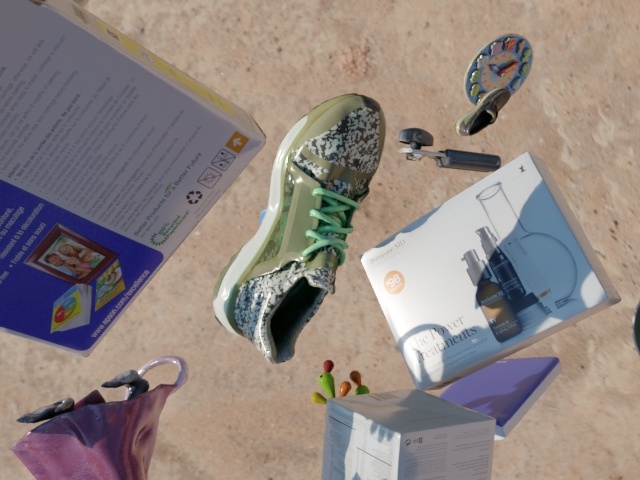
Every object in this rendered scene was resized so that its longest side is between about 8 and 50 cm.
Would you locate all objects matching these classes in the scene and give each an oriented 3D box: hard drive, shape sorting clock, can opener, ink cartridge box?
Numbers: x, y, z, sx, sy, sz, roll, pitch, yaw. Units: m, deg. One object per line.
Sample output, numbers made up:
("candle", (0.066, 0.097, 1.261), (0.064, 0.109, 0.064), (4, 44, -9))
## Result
("hard drive", (0.354, 0.329, 1.586), (0.210, 0.319, 0.040), (-11, 98, 39))
("shape sorting clock", (0.456, -0.429, 1.911), (0.206, 0.206, 0.040), (-48, 44, 11))
("can opener", (0.335, -0.236, 1.942), (0.076, 0.284, 0.095), (-175, 89, -71))
("ink cartridge box", (-0.255, -0.054, 0.662), (0.303, 0.307, 0.072), (-47, 42, 15))

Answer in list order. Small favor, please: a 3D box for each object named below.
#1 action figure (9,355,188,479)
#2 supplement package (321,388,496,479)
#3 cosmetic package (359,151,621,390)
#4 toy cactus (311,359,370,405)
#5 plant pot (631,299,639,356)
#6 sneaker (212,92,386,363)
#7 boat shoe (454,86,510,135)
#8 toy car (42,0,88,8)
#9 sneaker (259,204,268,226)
("action figure", (-0.295, 0.395, 1.113), (0.248, 0.276, 0.370), (-22, 92, 29))
("supplement package", (0.132, 0.396, 1.201), (0.198, 0.199, 0.262), (9, 96, 56))
("cosmetic package", (0.285, 0.064, 1.336), (0.377, 0.097, 0.284), (-34, 66, 27))
("toy cactus", (0.048, 0.341, 1.365), (0.112, 0.180, 0.218), (-16, 111, 17))
("plant pot", (0.845, 0.175, 1.657), (0.257, 0.274, 0.256), (4, 98, 30))
("sneaker", (0.000, 0.000, 1.044), (0.182, 0.158, 0.410), (47, 117, 52))
("boat shoe", (0.353, -0.268, 1.591), (0.152, 0.056, 0.049), (-42, 40, -10))
("toy car", (-0.355, -0.303, 0.818), (0.159, 0.136, 0.181), (-21, 99, 11))
("sneaker", (-0.050, -0.043, 1.357), (0.126, 0.091, 0.240), (32, 135, 7))
